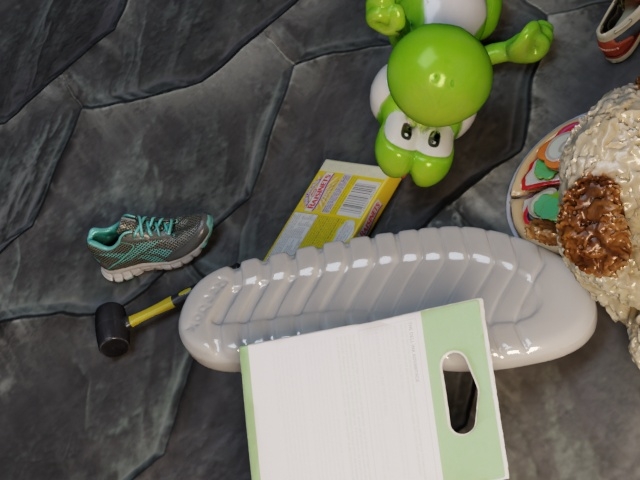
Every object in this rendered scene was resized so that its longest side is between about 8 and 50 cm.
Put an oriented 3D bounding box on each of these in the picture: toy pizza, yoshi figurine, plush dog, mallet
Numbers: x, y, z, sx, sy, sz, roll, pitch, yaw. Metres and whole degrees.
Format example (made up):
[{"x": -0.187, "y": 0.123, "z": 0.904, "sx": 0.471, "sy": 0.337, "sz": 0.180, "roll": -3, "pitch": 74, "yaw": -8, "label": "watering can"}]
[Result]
[{"x": 0.276, "y": -0.064, "z": 1.505, "sx": 0.201, "sy": 0.032, "sz": 0.201, "roll": -20, "pitch": 45, "yaw": 21, "label": "toy pizza"}, {"x": 0.139, "y": -0.234, "z": 1.643, "sx": 0.203, "sy": 0.203, "sz": 0.362, "roll": -7, "pitch": 53, "yaw": 24, "label": "yoshi figurine"}, {"x": 0.272, "y": -0.043, "z": 1.311, "sx": 0.210, "sy": 0.225, "sz": 0.262, "roll": 17, "pitch": 64, "yaw": 25, "label": "plush dog"}, {"x": -0.178, "y": 0.066, "z": 1.726, "sx": 0.189, "sy": 0.039, "sz": 0.062, "roll": -30, "pitch": 45, "yaw": 5, "label": "mallet"}]

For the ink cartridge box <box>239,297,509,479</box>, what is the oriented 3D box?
[{"x": 0.048, "y": 0.158, "z": 1.345, "sx": 0.235, "sy": 0.056, "sz": 0.171, "roll": -12, "pitch": 68, "yaw": 14, "label": "ink cartridge box"}]

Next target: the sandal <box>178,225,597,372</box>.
[{"x": 0.068, "y": 0.075, "z": 1.481, "sx": 0.416, "sy": 0.102, "sz": 0.169, "roll": 0, "pitch": 50, "yaw": 18, "label": "sandal"}]

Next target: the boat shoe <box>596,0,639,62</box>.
[{"x": 0.338, "y": -0.256, "z": 1.623, "sx": 0.049, "sy": 0.043, "sz": 0.137, "roll": 10, "pitch": 59, "yaw": 44, "label": "boat shoe"}]

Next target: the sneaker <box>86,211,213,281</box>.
[{"x": -0.207, "y": -0.003, "z": 1.774, "sx": 0.166, "sy": 0.076, "sz": 0.065, "roll": -20, "pitch": 45, "yaw": 21, "label": "sneaker"}]

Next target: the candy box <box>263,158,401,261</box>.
[{"x": 0.000, "y": 0.000, "z": 1.656, "sx": 0.105, "sy": 0.027, "sz": 0.206, "roll": 9, "pitch": 60, "yaw": 44, "label": "candy box"}]
